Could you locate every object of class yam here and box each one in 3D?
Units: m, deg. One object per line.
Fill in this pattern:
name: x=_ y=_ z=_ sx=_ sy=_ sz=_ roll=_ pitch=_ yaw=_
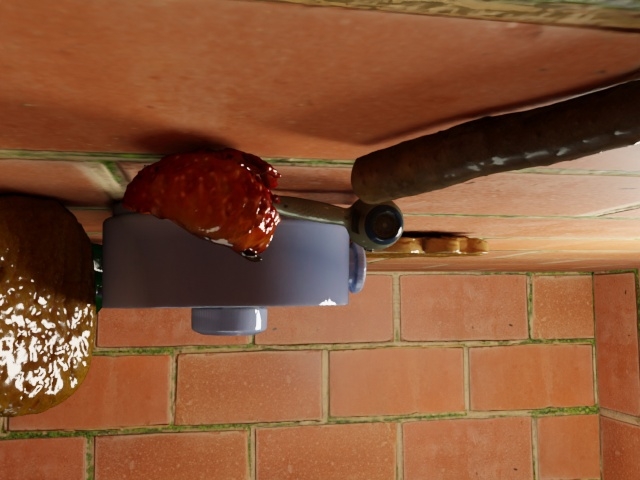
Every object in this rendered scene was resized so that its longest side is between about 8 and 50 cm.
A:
yam: x=0.140 y=-0.066 z=0.402 sx=0.045 sy=0.045 sz=0.327 roll=40 pitch=152 yaw=-29

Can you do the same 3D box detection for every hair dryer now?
hair dryer: x=-0.002 y=-0.032 z=0.774 sx=0.199 sy=0.067 sz=0.167 roll=10 pitch=-179 yaw=4

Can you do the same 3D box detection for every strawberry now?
strawberry: x=-0.091 y=-0.040 z=0.550 sx=0.121 sy=0.082 sz=0.188 roll=20 pitch=-178 yaw=-6

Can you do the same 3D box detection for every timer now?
timer: x=-0.118 y=0.049 z=0.945 sx=0.395 sy=0.173 sz=0.395 roll=0 pitch=174 yaw=0

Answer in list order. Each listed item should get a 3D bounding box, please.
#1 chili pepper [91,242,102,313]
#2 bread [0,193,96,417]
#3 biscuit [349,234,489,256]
chili pepper: x=-0.529 y=0.077 z=1.288 sx=0.261 sy=0.165 sz=0.174 roll=-1 pitch=-166 yaw=-37
bread: x=-0.364 y=0.074 z=0.762 sx=0.142 sy=0.253 sz=0.227 roll=1 pitch=172 yaw=22
biscuit: x=0.176 y=0.011 z=1.264 sx=0.288 sy=0.044 sz=0.202 roll=-3 pitch=175 yaw=8
